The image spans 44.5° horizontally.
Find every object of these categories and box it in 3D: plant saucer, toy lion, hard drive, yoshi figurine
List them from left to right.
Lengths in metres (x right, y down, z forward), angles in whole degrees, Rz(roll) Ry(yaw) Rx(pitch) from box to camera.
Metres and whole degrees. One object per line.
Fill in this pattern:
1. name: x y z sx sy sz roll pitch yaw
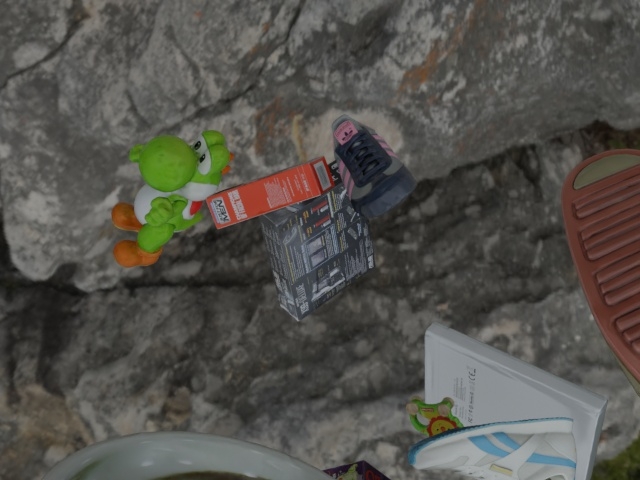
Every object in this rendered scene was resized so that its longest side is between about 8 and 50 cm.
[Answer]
1. yoshi figurine: -0.331 -0.102 1.579 0.203 0.203 0.362 44 127 -5
2. plant saucer: -0.107 0.340 0.815 0.400 0.400 0.100 15 101 -1
3. toy lion: 0.216 0.340 1.454 0.100 0.034 0.096 -3 107 30
4. hard drive: 0.362 0.316 1.513 0.353 0.047 0.233 24 136 33

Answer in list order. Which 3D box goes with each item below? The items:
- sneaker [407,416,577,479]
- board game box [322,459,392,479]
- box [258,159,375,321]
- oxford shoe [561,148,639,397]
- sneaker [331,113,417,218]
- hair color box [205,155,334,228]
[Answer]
1. sneaker: 0.226 0.281 1.007 0.229 0.092 0.087 -2 166 -11
2. board game box: 0.090 0.471 1.273 0.208 0.056 0.347 -27 127 28
3. box: 0.000 0.000 1.731 0.076 0.242 0.307 37 151 38
4. oxford shoe: 0.302 0.105 0.611 0.140 0.397 0.146 -21 150 4
5. sneaker: 0.069 -0.130 1.305 0.112 0.319 0.131 -35 107 3
6. hair color box: -0.073 -0.072 1.153 0.167 0.093 0.053 -18 98 17
